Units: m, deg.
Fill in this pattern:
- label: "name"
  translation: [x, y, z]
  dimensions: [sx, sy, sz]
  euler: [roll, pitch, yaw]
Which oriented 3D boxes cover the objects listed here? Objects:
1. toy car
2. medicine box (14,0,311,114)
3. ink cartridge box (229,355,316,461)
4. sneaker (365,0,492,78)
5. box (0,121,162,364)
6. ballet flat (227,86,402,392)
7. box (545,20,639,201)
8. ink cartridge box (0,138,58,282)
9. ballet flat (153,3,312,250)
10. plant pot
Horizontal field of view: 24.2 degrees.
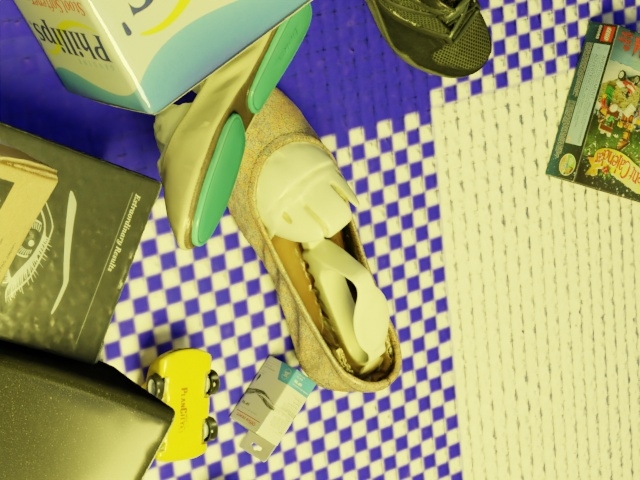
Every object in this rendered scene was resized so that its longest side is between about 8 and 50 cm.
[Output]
- label: "toy car"
  translation: [-0.118, 0.227, 1.289]
  dimensions: [0.225, 0.053, 0.239]
  euler: [37, 81, -35]
- label: "medicine box"
  translation: [-0.124, -0.287, 1.096]
  dimensions: [0.263, 0.149, 0.289]
  euler: [-40, 120, -20]
- label: "ink cartridge box"
  translation: [-0.047, 0.149, 1.319]
  dimensions: [0.028, 0.048, 0.083]
  euler: [39, 79, -34]
- label: "sneaker"
  translation: [0.107, -0.206, 1.282]
  dimensions: [0.087, 0.130, 0.227]
  euler: [-52, 136, -12]
- label: "box"
  translation: [-0.247, -0.012, 1.106]
  dimensions: [0.207, 0.108, 0.153]
  euler: [22, 89, -36]
- label: "ballet flat"
  translation: [0.000, 0.000, 1.279]
  dimensions: [0.107, 0.106, 0.316]
  euler: [-36, 119, -22]
- label: "box"
  translation: [0.346, -0.116, 1.523]
  dimensions: [0.233, 0.044, 0.159]
  euler: [12, 94, -36]
- label: "ink cartridge box"
  translation: [-0.320, -0.018, 0.966]
  dimensions: [0.193, 0.234, 0.088]
  euler: [-62, 161, 3]
- label: "ballet flat"
  translation: [-0.085, -0.105, 1.183]
  dimensions: [0.086, 0.086, 0.248]
  euler: [44, 58, -34]
- label: "plant pot"
  translation: [-0.247, 0.156, 1.117]
  dimensions: [0.167, 0.188, 0.187]
  euler: [31, 84, -22]
